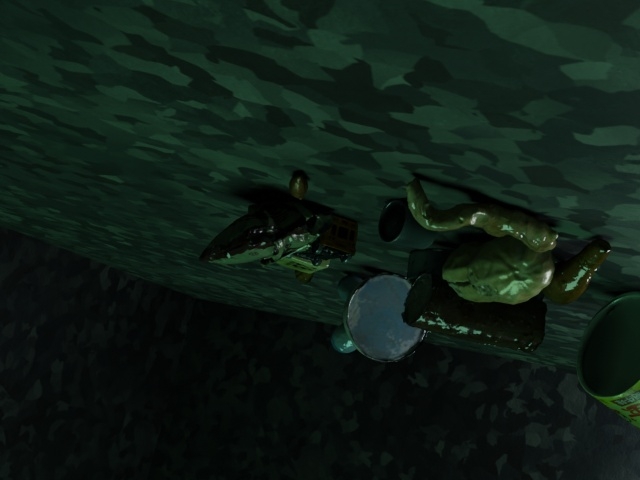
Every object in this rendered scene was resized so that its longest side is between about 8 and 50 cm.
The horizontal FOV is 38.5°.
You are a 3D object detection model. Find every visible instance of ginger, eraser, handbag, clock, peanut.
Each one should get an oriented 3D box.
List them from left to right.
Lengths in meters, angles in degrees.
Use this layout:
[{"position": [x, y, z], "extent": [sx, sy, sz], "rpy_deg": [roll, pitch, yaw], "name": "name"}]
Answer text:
[{"position": [-0.109, -0.015, 1.833], "extent": [0.212, 0.127, 0.235], "rpy_deg": [-19, -179, -31], "name": "handbag"}, {"position": [-0.046, 0.037, 2.257], "extent": [0.117, 0.058, 0.172], "rpy_deg": [16, 170, -11], "name": "eraser"}, {"position": [0.339, 0.090, 2.014], "extent": [0.312, 0.062, 0.312], "rpy_deg": [13, 170, 2], "name": "clock"}, {"position": [0.255, -0.033, 1.451], "extent": [0.288, 0.075, 0.089], "rpy_deg": [13, 176, -19], "name": "ginger"}, {"position": [0.316, 0.055, 1.663], "extent": [0.130, 0.130, 0.290], "rpy_deg": [16, 171, -14], "name": "peanut"}]

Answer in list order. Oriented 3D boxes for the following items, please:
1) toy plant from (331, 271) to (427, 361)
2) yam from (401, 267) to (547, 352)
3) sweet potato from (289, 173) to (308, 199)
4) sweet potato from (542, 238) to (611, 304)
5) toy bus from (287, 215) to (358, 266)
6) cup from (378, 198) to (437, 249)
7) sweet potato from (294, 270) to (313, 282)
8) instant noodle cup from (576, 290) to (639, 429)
[{"position": [0.137, 0.206, 2.487], "extent": [0.247, 0.247, 0.332], "rpy_deg": [16, 172, -12], "name": "toy plant"}, {"position": [0.314, 0.146, 1.843], "extent": [0.279, 0.131, 0.131], "rpy_deg": [14, 170, -9], "name": "yam"}, {"position": [-0.038, -0.096, 1.592], "extent": [0.034, 0.034, 0.095], "rpy_deg": [14, 159, 2], "name": "sweet potato"}, {"position": [0.447, 0.063, 1.646], "extent": [0.079, 0.108, 0.346], "rpy_deg": [48, 178, 14], "name": "sweet potato"}, {"position": [0.000, 0.000, 1.908], "extent": [0.083, 0.088, 0.194], "rpy_deg": [18, 167, -26], "name": "toy bus"}, {"position": [0.150, -0.031, 1.605], "extent": [0.077, 0.078, 0.100], "rpy_deg": [15, -155, -32], "name": "cup"}, {"position": [-0.044, 0.090, 2.558], "extent": [0.053, 0.053, 0.182], "rpy_deg": [20, 170, -1], "name": "sweet potato"}, {"position": [0.678, 0.253, 1.858], "extent": [0.221, 0.311, 0.311], "rpy_deg": [28, 166, -19], "name": "instant noodle cup"}]
